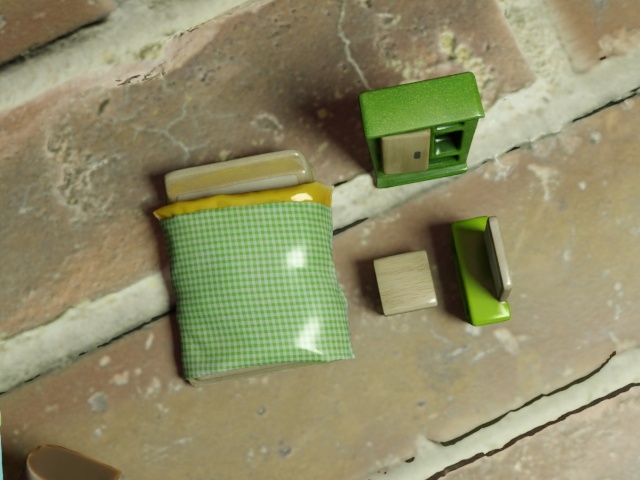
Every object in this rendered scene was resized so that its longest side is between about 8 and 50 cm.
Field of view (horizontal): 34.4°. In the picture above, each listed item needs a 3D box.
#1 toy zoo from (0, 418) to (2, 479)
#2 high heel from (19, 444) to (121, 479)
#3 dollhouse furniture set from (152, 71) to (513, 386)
[{"bbox_3d":[-0.317,0.245,0.861,0.192,0.030,0.293,-20,72,44],"label":"toy zoo"},{"bbox_3d":[-0.114,0.327,0.872,0.377,0.127,0.181,29,110,6],"label":"high heel"},{"bbox_3d":[0.000,0.000,0.889,0.301,0.151,0.198,-11,77,2],"label":"dollhouse furniture set"}]
